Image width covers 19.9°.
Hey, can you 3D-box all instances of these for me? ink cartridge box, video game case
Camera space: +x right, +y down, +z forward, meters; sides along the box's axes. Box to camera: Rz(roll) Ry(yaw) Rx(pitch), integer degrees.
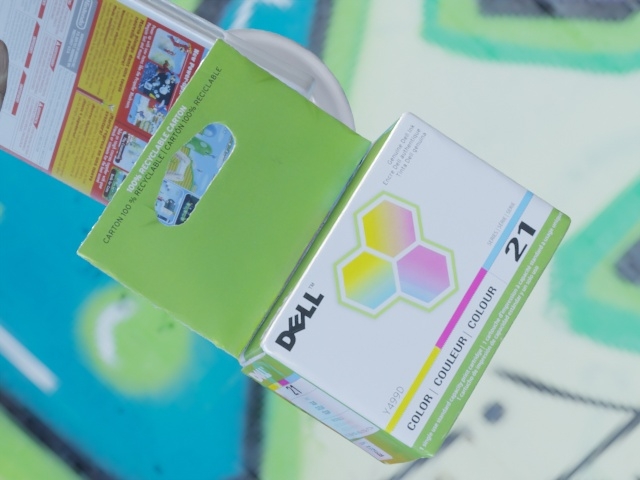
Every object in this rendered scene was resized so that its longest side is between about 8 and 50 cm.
[{"bbox_3d":[0.000,0.000,1.184,0.255,0.189,0.097,33,165,-6],"label":"ink cartridge box"},{"bbox_3d":[-0.162,-0.113,1.417,0.285,0.204,0.025,29,-138,4],"label":"video game case"}]

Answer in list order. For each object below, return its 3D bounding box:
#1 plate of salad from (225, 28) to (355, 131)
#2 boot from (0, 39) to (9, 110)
[{"bbox_3d":[-0.066,-0.079,1.548,0.200,0.200,0.048,41,171,-17],"label":"plate of salad"},{"bbox_3d":[-0.185,-0.114,0.946,0.037,0.106,0.114,11,-167,-35],"label":"boot"}]
